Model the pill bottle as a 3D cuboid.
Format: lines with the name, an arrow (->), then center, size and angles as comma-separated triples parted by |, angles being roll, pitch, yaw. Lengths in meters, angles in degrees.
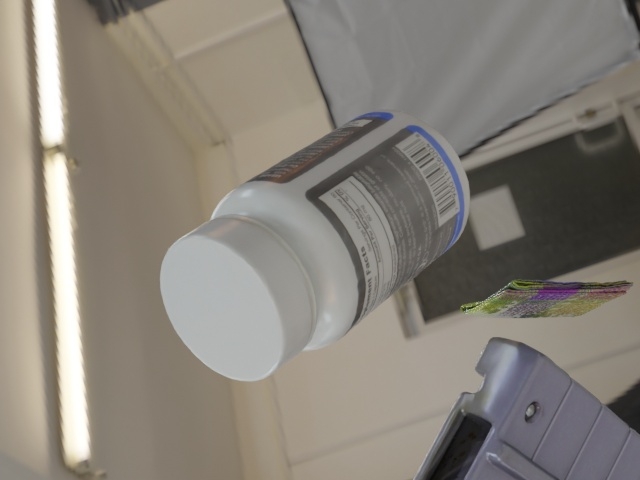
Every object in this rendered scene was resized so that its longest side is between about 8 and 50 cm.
pill bottle -> 0.000, 0.000, 0.471 | 0.137, 0.078, 0.078 | -34, -72, -43

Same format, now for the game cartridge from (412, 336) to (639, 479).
game cartridge -> 0.100, 0.264, 0.657 | 0.230, 0.355, 0.068 | 36, 168, -32

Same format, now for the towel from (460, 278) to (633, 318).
towel -> 0.128, 0.033, 0.612 | 0.060, 0.083, 0.009 | 137, 130, -63
